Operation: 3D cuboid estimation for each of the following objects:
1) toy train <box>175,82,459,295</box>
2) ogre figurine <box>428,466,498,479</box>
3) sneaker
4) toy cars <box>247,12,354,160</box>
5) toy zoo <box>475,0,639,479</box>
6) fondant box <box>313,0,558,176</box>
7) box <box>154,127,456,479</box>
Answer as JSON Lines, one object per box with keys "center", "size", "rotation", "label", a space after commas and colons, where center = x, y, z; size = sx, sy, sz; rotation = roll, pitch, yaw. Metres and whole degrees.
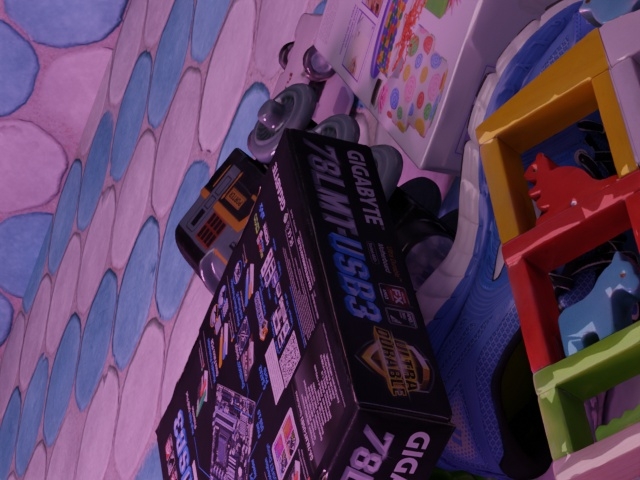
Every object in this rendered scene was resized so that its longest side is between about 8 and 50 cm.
{"center": [0.000, 0.000, 1.390], "size": [0.190, 0.142, 0.334], "rotation": [-53, 30, 3], "label": "toy train"}
{"center": [0.076, 0.170, 1.192], "size": [0.197, 0.097, 0.118], "rotation": [-30, 31, -1], "label": "ogre figurine"}
{"center": [0.159, 0.001, 1.077], "size": [0.147, 0.130, 0.330], "rotation": [22, 94, 51], "label": "sneaker"}
{"center": [-0.012, -0.045, 1.665], "size": [0.176, 0.087, 0.393], "rotation": [-47, 30, 48], "label": "toy cars"}
{"center": [0.185, -0.026, 0.941], "size": [0.192, 0.030, 0.293], "rotation": [-31, 48, 27], "label": "toy zoo"}
{"center": [0.109, -0.210, 1.368], "size": [0.330, 0.096, 0.238], "rotation": [-121, 46, -64], "label": "fondant box"}
{"center": [-0.024, 0.124, 1.136], "size": [0.295, 0.073, 0.293], "rotation": [-106, 32, -53], "label": "box"}
